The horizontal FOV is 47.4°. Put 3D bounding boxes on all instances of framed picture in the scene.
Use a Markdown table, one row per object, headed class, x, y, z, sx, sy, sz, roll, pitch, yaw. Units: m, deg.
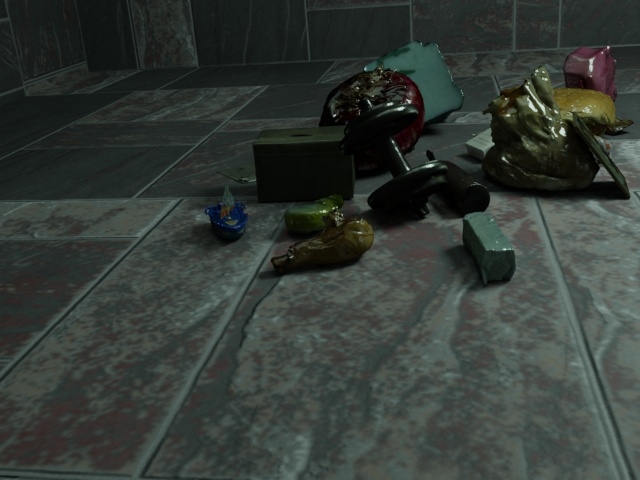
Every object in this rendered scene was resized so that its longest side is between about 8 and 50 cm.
| class | x | y | z | sx | sy | sz | roll | pitch | yaw |
| --- | --- | --- | --- | --- | --- | --- | --- | --- | --- |
| framed picture | 0.627 | -0.193 | 1.629 | 0.010 | 0.201 | 0.136 | -37 | 8 | 26 |

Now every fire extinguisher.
| class | x | y | z | sx | sy | sz | roll | pitch | yaw |
| --- | --- | --- | --- | --- | --- | --- | --- | --- | --- |
| fire extinguisher | 0.300 | -0.139 | 1.660 | 0.072 | 0.089 | 0.268 | -30 | 23 | 2 |

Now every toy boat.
| class | x | y | z | sx | sy | sz | roll | pitch | yaw |
| --- | --- | --- | --- | --- | --- | --- | --- | --- | --- |
| toy boat | -0.197 | -0.064 | 1.542 | 0.091 | 0.110 | 0.175 | -10 | 24 | -13 |

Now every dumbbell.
| class | x | y | z | sx | sy | sz | roll | pitch | yaw |
| --- | --- | --- | --- | --- | --- | --- | --- | --- | --- |
| dumbbell | 0.156 | -0.181 | 1.583 | 0.192 | 0.290 | 0.192 | -26 | -7 | -4 |

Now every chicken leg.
| class | x | y | z | sx | sy | sz | roll | pitch | yaw |
| --- | --- | --- | --- | --- | --- | --- | --- | --- | --- |
| chicken leg | 0.001 | 0.003 | 1.372 | 0.207 | 0.101 | 0.085 | -19 | -6 | -12 |

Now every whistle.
| class | x | y | z | sx | sy | sz | roll | pitch | yaw |
| --- | --- | --- | --- | --- | --- | --- | --- | --- | --- |
| whistle | -0.004 | -0.058 | 1.576 | 0.104 | 0.057 | 0.198 | 0 | 14 | 26 |

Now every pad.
| class | x | y | z | sx | sy | sz | roll | pitch | yaw |
| --- | --- | --- | --- | --- | --- | --- | --- | --- | --- |
| pad | -0.138 | -0.207 | 2.021 | 0.264 | 0.009 | 0.159 | -18 | 25 | -31 |

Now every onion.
| class | x | y | z | sx | sy | sz | roll | pitch | yaw |
| --- | --- | --- | --- | --- | --- | --- | --- | --- | --- |
| onion | 0.136 | -0.306 | 1.938 | 0.313 | 0.232 | 0.314 | -17 | 45 | 18 |

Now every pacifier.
| class | x | y | z | sx | sy | sz | roll | pitch | yaw |
| --- | --- | --- | --- | --- | --- | --- | --- | --- | --- |
| pacifier | 0.693 | -0.223 | 1.847 | 0.099 | 0.082 | 0.078 | 8 | -25 | -42 |

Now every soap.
| class | x | y | z | sx | sy | sz | roll | pitch | yaw |
| --- | --- | --- | --- | --- | --- | --- | --- | --- | --- |
| soap | 0.850 | -0.495 | 2.287 | 0.127 | 0.220 | 0.325 | -2 | 21 | 29 |

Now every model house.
| class | x | y | z | sx | sy | sz | roll | pitch | yaw |
| --- | --- | --- | --- | --- | --- | --- | --- | --- | --- |
| model house | 0.290 | -0.456 | 2.338 | 0.294 | 0.252 | 0.329 | -24 | -5 | 11 |

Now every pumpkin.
| class | x | y | z | sx | sy | sz | roll | pitch | yaw |
| --- | --- | --- | --- | --- | --- | --- | --- | --- | --- |
| pumpkin | 0.846 | -0.329 | 2.109 | 0.073 | 0.035 | 0.101 | -21 | 28 | -11 |

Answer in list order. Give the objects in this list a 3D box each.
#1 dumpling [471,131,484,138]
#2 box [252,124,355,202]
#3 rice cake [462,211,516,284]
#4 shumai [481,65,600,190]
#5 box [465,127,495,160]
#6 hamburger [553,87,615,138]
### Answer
| class | x | y | z | sx | sy | sz | roll | pitch | yaw |
| --- | --- | --- | --- | --- | --- | --- | --- | --- | --- |
| dumpling | 0.467 | -0.283 | 2.054 | 0.059 | 0.043 | 0.077 | 0 | -1 | -38 |
| box | -0.036 | -0.190 | 1.762 | 0.231 | 0.156 | 0.149 | -3 | 22 | 6 |
| rice cake | 0.302 | 0.009 | 1.321 | 0.063 | 0.069 | 0.206 | -4 | 20 | 0 |
| shumai | 0.525 | -0.266 | 1.710 | 0.266 | 0.263 | 0.314 | -13 | 25 | -17 |
| box | 0.478 | -0.271 | 1.951 | 0.152 | 0.048 | 0.100 | -29 | 28 | -7 |
| hamburger | 0.682 | -0.343 | 2.030 | 0.259 | 0.145 | 0.283 | 7 | 30 | 19 |
